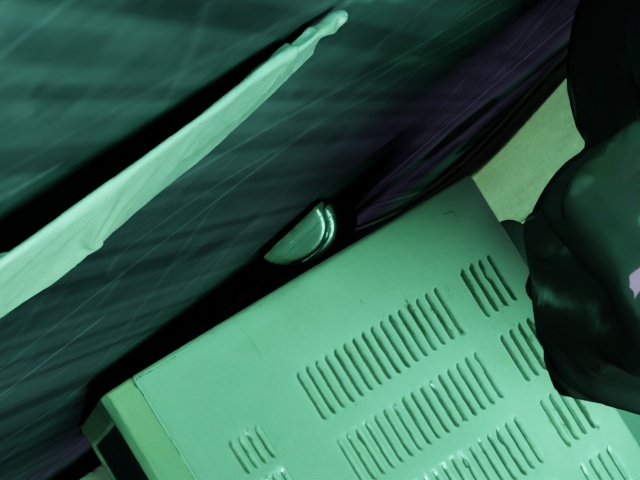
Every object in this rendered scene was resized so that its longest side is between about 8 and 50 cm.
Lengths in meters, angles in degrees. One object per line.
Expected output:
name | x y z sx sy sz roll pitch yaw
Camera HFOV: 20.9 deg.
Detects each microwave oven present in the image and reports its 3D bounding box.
microwave oven | 0.046 0.123 0.675 0.194 0.240 0.145 -31 176 -17

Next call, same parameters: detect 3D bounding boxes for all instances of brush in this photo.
brush | 0.038 0.007 0.793 0.327 0.070 0.065 -40 -167 -10

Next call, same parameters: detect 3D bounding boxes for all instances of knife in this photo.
knife | -0.097 0.038 0.294 0.298 0.017 0.047 -36 168 -29

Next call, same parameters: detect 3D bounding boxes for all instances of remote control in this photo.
remote control | 0.000 0.000 0.670 0.034 0.016 0.091 -45 175 7

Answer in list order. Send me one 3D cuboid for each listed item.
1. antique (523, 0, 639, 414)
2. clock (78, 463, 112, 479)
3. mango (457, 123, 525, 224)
antique | 0.183 -0.065 0.489 0.322 0.185 0.255 -42 174 -10
clock | -0.125 0.186 0.880 0.220 0.106 0.255 -44 173 40
mango | 0.143 -0.009 0.934 0.331 0.142 0.195 -38 171 15
